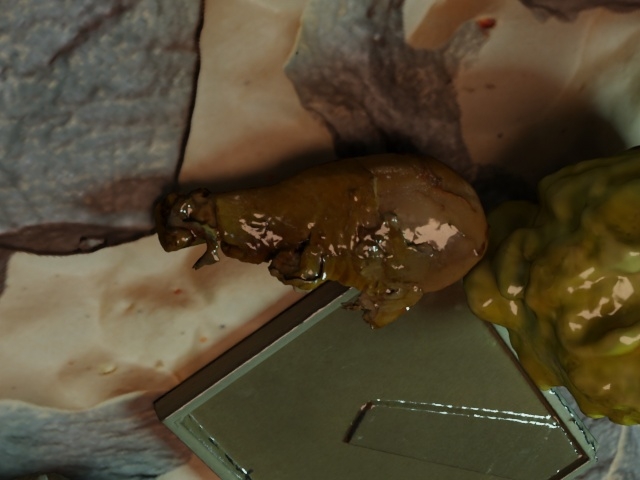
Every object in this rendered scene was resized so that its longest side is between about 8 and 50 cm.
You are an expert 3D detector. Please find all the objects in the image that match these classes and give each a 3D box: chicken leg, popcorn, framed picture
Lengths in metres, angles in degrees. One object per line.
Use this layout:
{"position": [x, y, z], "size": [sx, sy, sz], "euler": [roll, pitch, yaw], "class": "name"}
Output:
{"position": [0.000, -0.003, 1.112], "size": [0.207, 0.085, 0.101], "euler": [-1, 138, -15], "class": "chicken leg"}
{"position": [0.217, 0.028, 1.162], "size": [0.235, 0.217, 0.181], "euler": [-6, 95, 14], "class": "popcorn"}
{"position": [0.054, 0.138, 1.287], "size": [0.232, 0.024, 0.315], "euler": [-35, 132, 3], "class": "framed picture"}

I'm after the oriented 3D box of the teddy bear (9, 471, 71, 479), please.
{"position": [-0.205, 0.245, 1.160], "size": [0.267, 0.151, 0.236], "euler": [15, 112, -29], "class": "teddy bear"}
